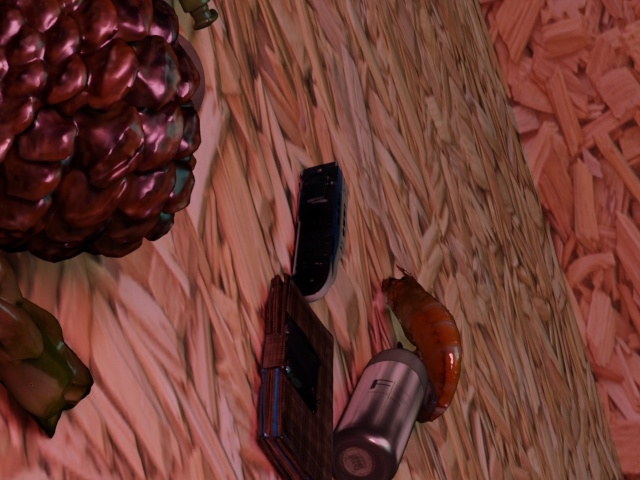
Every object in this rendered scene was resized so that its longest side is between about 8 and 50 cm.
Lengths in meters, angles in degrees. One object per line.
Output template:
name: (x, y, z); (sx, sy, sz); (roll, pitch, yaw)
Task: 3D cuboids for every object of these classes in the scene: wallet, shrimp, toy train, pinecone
wallet: (-0.021, 0.150, 1.525); (0.230, 0.042, 0.124); (-86, 153, -47)
shrimp: (0.124, 0.124, 1.878); (0.068, 0.150, 0.248); (10, 35, -19)
toy train: (0.000, 0.000, 1.718); (0.234, 0.052, 0.051); (-87, 156, -49)
pinecone: (-0.186, -0.094, 1.032); (0.272, 0.224, 0.224); (49, 28, -56)

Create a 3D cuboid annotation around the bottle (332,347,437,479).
bottle: (0.075, 0.196, 1.674); (0.096, 0.079, 0.253); (28, 22, 2)

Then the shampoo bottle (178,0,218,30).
shampoo bottle: (-0.164, -0.322, 1.515); (0.118, 0.087, 0.234); (-71, 138, -67)

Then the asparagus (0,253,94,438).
asparagus: (-0.224, 0.050, 0.990); (0.287, 0.080, 0.080); (52, 26, -42)

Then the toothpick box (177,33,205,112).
toothpick box: (-0.173, -0.121, 1.254); (0.180, 0.111, 0.111); (-46, 116, -71)
